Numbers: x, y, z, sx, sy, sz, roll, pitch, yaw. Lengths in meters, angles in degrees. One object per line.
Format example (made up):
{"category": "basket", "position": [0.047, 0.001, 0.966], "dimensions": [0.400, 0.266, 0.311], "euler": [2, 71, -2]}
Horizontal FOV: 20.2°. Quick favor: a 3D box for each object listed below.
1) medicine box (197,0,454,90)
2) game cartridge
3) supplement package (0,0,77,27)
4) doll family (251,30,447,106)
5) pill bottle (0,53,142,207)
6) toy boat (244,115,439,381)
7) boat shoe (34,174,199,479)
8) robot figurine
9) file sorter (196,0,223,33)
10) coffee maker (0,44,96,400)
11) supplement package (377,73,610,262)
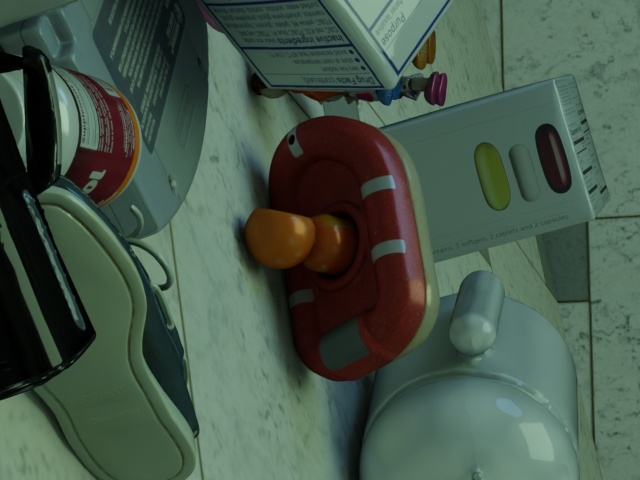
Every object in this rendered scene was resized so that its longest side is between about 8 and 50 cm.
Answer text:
{"category": "medicine box", "position": [-0.003, -0.296, 1.286], "dimensions": [0.289, 0.149, 0.263], "euler": [51, 62, -32]}
{"category": "game cartridge", "position": [-0.142, -0.134, 1.270], "dimensions": [0.294, 0.060, 0.196], "euler": [-84, 150, -56]}
{"category": "supplement package", "position": [-0.162, -0.258, 1.038], "dimensions": [0.149, 0.194, 0.203], "euler": [19, 56, -72]}
{"category": "doll family", "position": [0.019, -0.190, 1.735], "dimensions": [0.263, 0.163, 0.118], "euler": [-6, 100, -71]}
{"category": "pill bottle", "position": [-0.166, -0.060, 1.026], "dimensions": [0.152, 0.086, 0.086], "euler": [6, 69, -74]}
{"category": "toy boat", "position": [0.000, 0.000, 1.543], "dimensions": [0.151, 0.151, 0.231], "euler": [14, 56, -40]}
{"category": "boat shoe", "position": [-0.127, 0.044, 1.036], "dimensions": [0.254, 0.095, 0.079], "euler": [65, 14, -44]}
{"category": "robot figurine", "position": [0.142, 0.181, 1.694], "dimensions": [0.353, 0.200, 0.300], "euler": [-74, 162, -65]}
{"category": "file sorter", "position": [-0.031, -0.343, 1.610], "dimensions": [0.290, 0.202, 0.182], "euler": [-88, 159, -50]}
{"category": "coffee maker", "position": [-0.194, -0.006, 0.847], "dimensions": [0.171, 0.120, 0.178], "euler": [-32, 105, -57]}
{"category": "supplement package", "position": [0.145, -0.065, 1.844], "dimensions": [0.204, 0.262, 0.145], "euler": [-26, 100, -75]}
